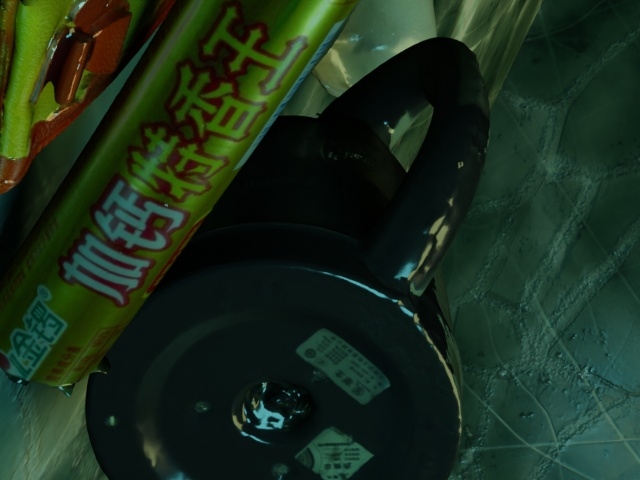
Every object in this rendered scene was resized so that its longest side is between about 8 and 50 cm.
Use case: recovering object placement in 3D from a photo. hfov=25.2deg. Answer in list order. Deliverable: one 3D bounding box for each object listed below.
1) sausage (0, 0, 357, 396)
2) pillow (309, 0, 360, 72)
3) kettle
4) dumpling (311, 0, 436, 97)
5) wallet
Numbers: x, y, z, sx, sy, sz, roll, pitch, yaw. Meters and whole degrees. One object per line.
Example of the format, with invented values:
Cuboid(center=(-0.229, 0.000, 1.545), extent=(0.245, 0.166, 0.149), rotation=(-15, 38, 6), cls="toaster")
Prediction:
Cuboid(center=(-0.058, -0.063, 0.689), extent=(0.371, 0.082, 0.082), rotation=(-51, 179, 34), cls="sausage")
Cuboid(center=(0.040, -0.268, 0.995), extent=(0.274, 0.076, 0.280), rotation=(-59, 170, -38), cls="pillow")
Cuboid(center=(0.000, 0.000, 0.961), extent=(0.321, 0.228, 0.324), rotation=(-50, -162, 24), cls="kettle")
Cuboid(center=(0.036, -0.163, 1.192), extent=(0.134, 0.100, 0.169), rotation=(-23, 137, -54), cls="dumpling")
Cuboid(center=(-0.094, -0.131, 0.666), extent=(0.241, 0.067, 0.141), rotation=(-56, 169, -43), cls="wallet")
